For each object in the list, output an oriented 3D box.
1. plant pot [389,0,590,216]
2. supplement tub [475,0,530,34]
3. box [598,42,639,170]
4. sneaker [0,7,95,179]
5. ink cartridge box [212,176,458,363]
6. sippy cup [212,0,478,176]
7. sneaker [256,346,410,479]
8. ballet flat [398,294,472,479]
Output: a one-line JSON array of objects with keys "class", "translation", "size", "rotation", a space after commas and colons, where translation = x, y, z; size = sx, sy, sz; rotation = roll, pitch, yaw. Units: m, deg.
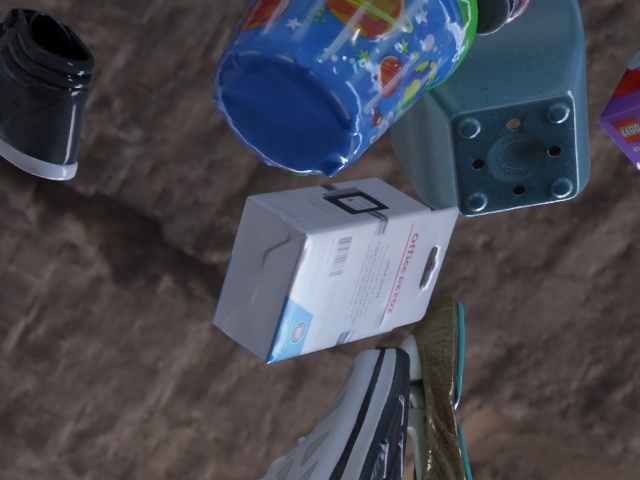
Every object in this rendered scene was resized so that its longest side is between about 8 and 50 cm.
[{"class": "plant pot", "translation": [0.213, -0.162, 1.898], "size": [0.252, 0.247, 0.247], "rotation": [-100, 180, -54]}, {"class": "supplement tub", "translation": [0.188, -0.301, 1.692], "size": [0.106, 0.106, 0.198], "rotation": [-50, -170, 39]}, {"class": "box", "translation": [0.326, -0.156, 0.950], "size": [0.293, 0.057, 0.201], "rotation": [-16, -145, 52]}, {"class": "sneaker", "translation": [-0.346, -0.193, 1.649], "size": [0.104, 0.295, 0.147], "rotation": [-5, 122, -58]}, {"class": "ink cartridge box", "translation": [0.014, 0.017, 1.129], "size": [0.060, 0.180, 0.104], "rotation": [32, -64, 33]}, {"class": "sippy cup", "translation": [0.011, -0.192, 1.589], "size": [0.240, 0.305, 0.224], "rotation": [7, -134, 33]}, {"class": "sneaker", "translation": [-0.076, 0.255, 1.482], "size": [0.169, 0.257, 0.447], "rotation": [88, 20, -47]}, {"class": "ballet flat", "translation": [0.123, 0.220, 1.940], "size": [0.116, 0.124, 0.342], "rotation": [103, -12, -63]}]
